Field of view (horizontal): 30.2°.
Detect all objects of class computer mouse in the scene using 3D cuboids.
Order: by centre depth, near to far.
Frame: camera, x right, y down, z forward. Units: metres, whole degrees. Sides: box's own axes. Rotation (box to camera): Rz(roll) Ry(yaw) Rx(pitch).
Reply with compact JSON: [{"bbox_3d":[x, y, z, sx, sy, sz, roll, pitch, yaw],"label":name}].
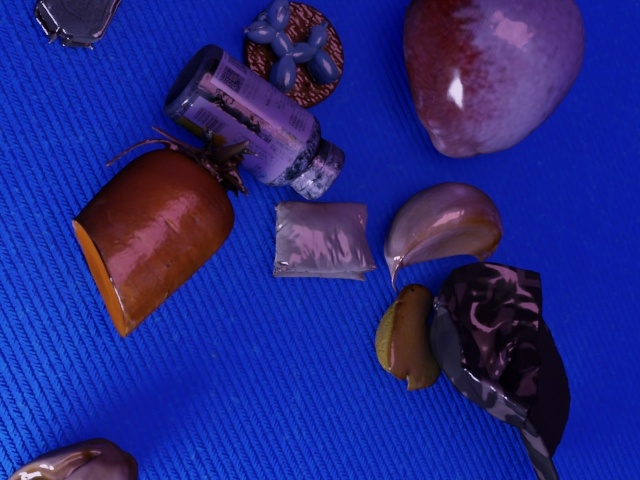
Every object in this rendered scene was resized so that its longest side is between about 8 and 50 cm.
[{"bbox_3d":[-0.370,-0.406,1.857,0.126,0.071,0.231,28,83,-37],"label":"computer mouse"}]

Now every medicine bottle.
[{"bbox_3d":[-0.101,-0.183,1.929,0.293,0.141,0.141,33,71,-20],"label":"medicine bottle"}]

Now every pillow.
[{"bbox_3d":[0.000,0.000,2.000,0.181,0.078,0.134,1,82,-24],"label":"pillow"}]

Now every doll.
[{"bbox_3d":[-0.053,-0.326,1.983,0.159,0.059,0.158,-9,91,-25],"label":"doll"}]

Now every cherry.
[{"bbox_3d":[0.306,-0.322,2.080,0.326,0.291,0.335,-14,100,-19],"label":"cherry"}]

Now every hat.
[{"bbox_3d":[0.316,0.262,2.088,0.366,0.257,0.381,-63,156,-55],"label":"hat"}]

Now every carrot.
[{"bbox_3d":[-0.246,-0.038,1.813,0.331,0.193,0.214,-42,83,-19],"label":"carrot"}]

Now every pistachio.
[{"bbox_3d":[-0.377,0.380,1.740,0.238,0.138,0.153,-26,131,-26],"label":"pistachio"}]

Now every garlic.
[{"bbox_3d":[0.212,-0.017,2.077,0.245,0.145,0.164,-16,107,-29],"label":"garlic"}]

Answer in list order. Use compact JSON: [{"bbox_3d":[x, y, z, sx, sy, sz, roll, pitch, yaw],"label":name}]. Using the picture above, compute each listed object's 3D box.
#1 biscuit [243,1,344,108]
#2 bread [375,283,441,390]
[{"bbox_3d":[-0.046,-0.318,2.034,0.188,0.027,0.187,2,85,-25],"label":"biscuit"},{"bbox_3d":[0.157,0.171,2.076,0.149,0.065,0.187,31,59,-36],"label":"bread"}]
